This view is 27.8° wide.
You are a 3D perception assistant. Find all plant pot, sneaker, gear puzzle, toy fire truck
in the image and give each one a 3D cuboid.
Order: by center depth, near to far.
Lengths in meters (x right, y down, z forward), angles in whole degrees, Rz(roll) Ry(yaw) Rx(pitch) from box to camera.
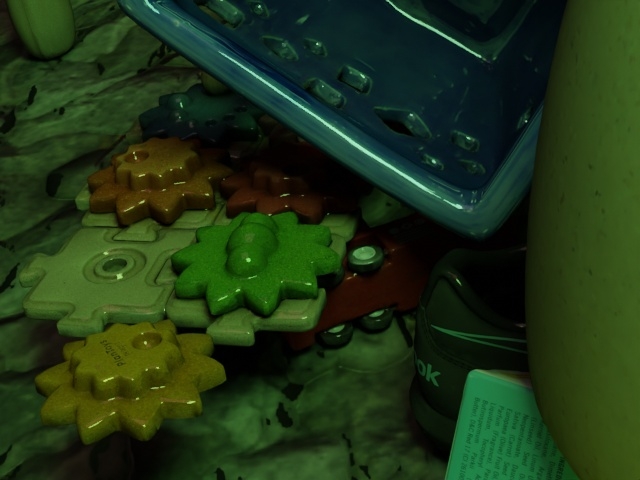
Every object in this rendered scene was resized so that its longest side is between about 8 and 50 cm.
[{"bbox_3d":[0.172,0.041,0.597,0.267,0.106,0.101,-8,35,2],"label":"sneaker"},{"bbox_3d":[-0.068,-0.012,0.687,0.175,0.044,0.339,2,33,15],"label":"gear puzzle"},{"bbox_3d":[0.064,-0.173,0.702,0.236,0.236,0.212,33,19,3],"label":"plant pot"},{"bbox_3d":[0.000,0.000,0.742,0.192,0.047,0.135,-19,35,-14],"label":"toy fire truck"}]

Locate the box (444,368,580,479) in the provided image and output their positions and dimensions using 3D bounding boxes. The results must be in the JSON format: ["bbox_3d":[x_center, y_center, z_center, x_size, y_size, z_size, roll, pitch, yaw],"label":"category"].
[{"bbox_3d":[0.171,0.105,0.456,0.244,0.060,0.100,16,7,42],"label":"box"}]

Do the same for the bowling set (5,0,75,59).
[{"bbox_3d":[-0.161,-0.288,1.073,0.200,0.154,0.287,-11,37,1],"label":"bowling set"}]

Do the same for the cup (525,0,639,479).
[{"bbox_3d":[0.214,-0.074,0.399,0.331,0.237,0.331,-11,29,6],"label":"cup"}]
